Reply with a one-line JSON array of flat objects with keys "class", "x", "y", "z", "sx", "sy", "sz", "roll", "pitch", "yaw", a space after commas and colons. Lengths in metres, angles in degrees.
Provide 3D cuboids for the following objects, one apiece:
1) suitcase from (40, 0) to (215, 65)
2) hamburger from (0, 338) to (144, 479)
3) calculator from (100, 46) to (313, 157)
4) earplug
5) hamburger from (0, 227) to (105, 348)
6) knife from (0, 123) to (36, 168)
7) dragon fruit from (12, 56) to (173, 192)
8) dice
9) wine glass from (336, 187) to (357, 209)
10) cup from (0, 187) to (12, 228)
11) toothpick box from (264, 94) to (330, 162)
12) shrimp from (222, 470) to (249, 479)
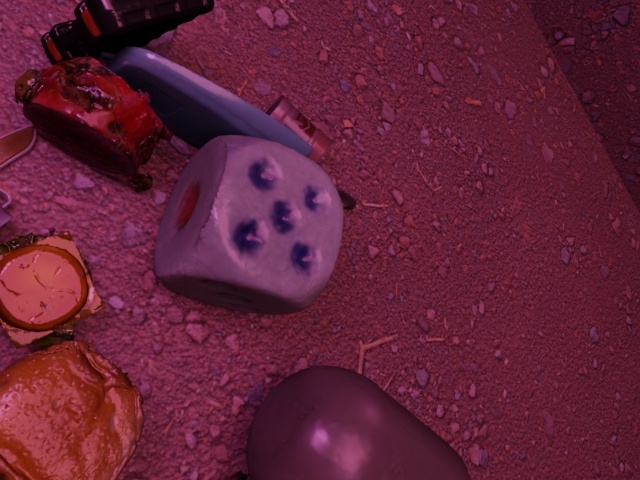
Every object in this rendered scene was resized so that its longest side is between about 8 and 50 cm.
[{"class": "suitcase", "x": -0.333, "y": -0.370, "z": 0.849, "sx": 0.206, "sy": 0.286, "sz": 0.066, "roll": -36, "pitch": 117, "yaw": -35}, {"class": "hamburger", "x": -0.402, "y": 0.277, "z": 0.740, "sx": 0.244, "sy": 0.163, "sz": 0.244, "roll": 15, "pitch": 65, "yaw": -34}, {"class": "calculator", "x": -0.218, "y": -0.231, "z": 0.924, "sx": 0.386, "sy": 0.256, "sz": 0.054, "roll": 28, "pitch": 76, "yaw": -32}, {"class": "earplug", "x": 0.053, "y": 0.429, "z": 0.948, "sx": 0.394, "sy": 0.313, "sz": 0.312, "roll": 44, "pitch": 58, "yaw": -20}, {"class": "hamburger", "x": -0.444, "y": 0.078, "z": 0.790, "sx": 0.164, "sy": 0.093, "sz": 0.189, "roll": -13, "pitch": 87, "yaw": -36}, {"class": "knife", "x": -0.555, "y": -0.113, "z": 0.794, "sx": 0.046, "sy": 0.022, "sz": 0.256, "roll": 48, "pitch": 56, "yaw": -14}, {"class": "dragon fruit", "x": -0.369, "y": -0.211, "z": 0.853, "sx": 0.282, "sy": 0.211, "sz": 0.147, "roll": 46, "pitch": 60, "yaw": -51}, {"class": "dice", "x": -0.134, "y": -0.017, "z": 0.932, "sx": 0.263, "sy": 0.268, "sz": 0.264, "roll": 24, "pitch": 66, "yaw": -32}, {"class": "wine glass", "x": 0.000, "y": 0.000, "z": 1.153, "sx": 0.074, "sy": 0.074, "sz": 0.262, "roll": 42, "pitch": 61, "yaw": -22}, {"class": "cup", "x": -0.531, "y": -0.061, "z": 0.763, "sx": 0.116, "sy": 0.074, "sz": 0.104, "roll": 58, "pitch": 32, "yaw": -24}, {"class": "toothpick box", "x": -0.063, "y": -0.244, "z": 1.139, "sx": 0.149, "sy": 0.098, "sz": 0.098, "roll": 40, "pitch": 60, "yaw": -22}, {"class": "shrimp", "x": -0.129, "y": 0.550, "z": 0.946, "sx": 0.290, "sy": 0.054, "sz": 0.222, "roll": 5, "pitch": 77, "yaw": -32}]
